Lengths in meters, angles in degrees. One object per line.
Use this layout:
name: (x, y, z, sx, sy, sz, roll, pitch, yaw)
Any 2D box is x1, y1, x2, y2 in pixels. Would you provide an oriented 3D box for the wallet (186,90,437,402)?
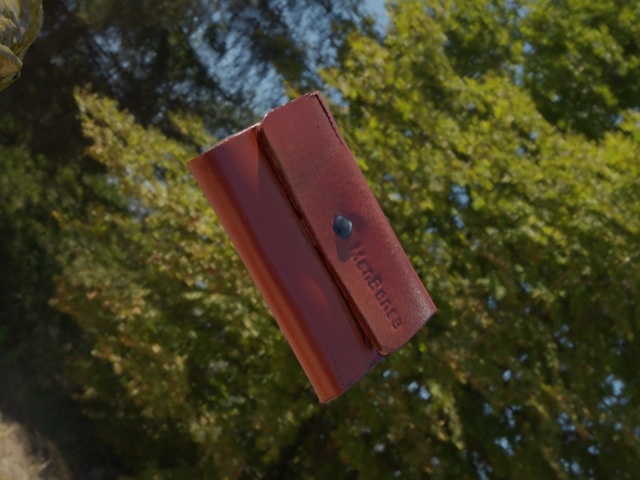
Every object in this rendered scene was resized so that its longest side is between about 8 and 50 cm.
wallet: (0.000, 0.000, 0.709, 0.045, 0.142, 0.204, -21, -80, 46)

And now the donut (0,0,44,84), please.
donut: (-0.274, -0.087, 0.458, 0.160, 0.330, 0.330, 58, -15, -27)
